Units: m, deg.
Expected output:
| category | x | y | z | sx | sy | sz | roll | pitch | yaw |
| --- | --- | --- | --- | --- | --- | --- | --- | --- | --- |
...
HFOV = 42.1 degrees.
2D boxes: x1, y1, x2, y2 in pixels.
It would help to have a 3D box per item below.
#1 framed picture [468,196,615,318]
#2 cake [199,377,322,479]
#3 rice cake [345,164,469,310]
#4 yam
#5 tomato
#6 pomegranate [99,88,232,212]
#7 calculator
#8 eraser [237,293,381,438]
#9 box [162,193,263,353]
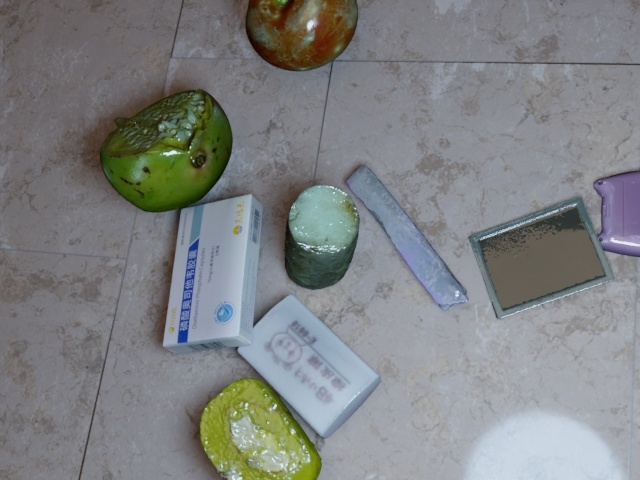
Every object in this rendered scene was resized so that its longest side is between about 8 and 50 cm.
| category | x | y | z | sx | sy | sz | roll | pitch | yaw |
| --- | --- | --- | --- | --- | --- | --- | --- | --- | --- |
| framed picture | 0.463 | 0.037 | 1.758 | 0.252 | 0.014 | 0.197 | -20 | 68 | 12 |
| cake | -0.125 | 0.422 | 1.708 | 0.179 | 0.156 | 0.260 | -37 | 69 | -2 |
| rice cake | 0.188 | -0.005 | 1.823 | 0.070 | 0.064 | 0.399 | -39 | 67 | 9 |
| yam | 0.000 | 0.000 | 1.772 | 0.161 | 0.268 | 0.161 | 1 | 68 | -2 |
| tomato | -0.037 | -0.525 | 1.967 | 0.270 | 0.222 | 0.270 | -11 | 70 | 32 |
| pomegranate | -0.361 | -0.197 | 1.952 | 0.310 | 0.216 | 0.358 | -45 | 33 | -22 |
| calculator | 0.718 | -0.057 | 1.719 | 0.294 | 0.043 | 0.194 | 1 | 73 | 16 |
| eraser | -0.026 | 0.265 | 1.771 | 0.174 | 0.095 | 0.270 | -46 | 69 | -6 |
| box | -0.236 | 0.073 | 1.851 | 0.200 | 0.065 | 0.343 | -10 | 61 | 26 |
